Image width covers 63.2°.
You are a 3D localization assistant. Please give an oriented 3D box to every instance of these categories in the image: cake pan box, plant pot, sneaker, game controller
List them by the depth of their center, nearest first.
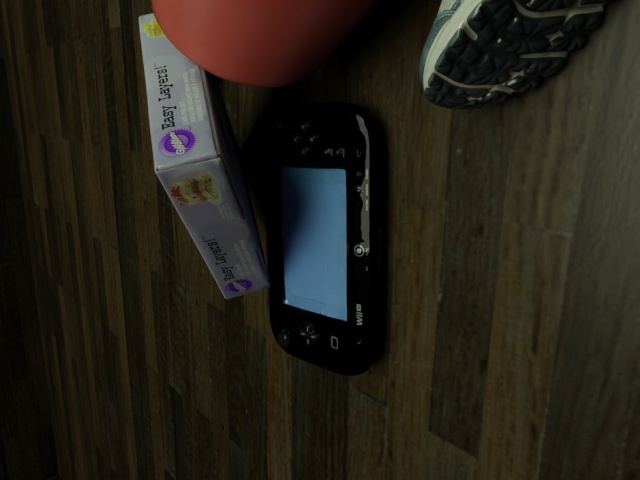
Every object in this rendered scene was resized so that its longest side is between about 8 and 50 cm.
[{"bbox_3d":[0.157,-0.226,0.372,0.283,0.110,0.122,-57,38,37],"label":"sneaker"},{"bbox_3d":[-0.040,-0.293,0.466,0.274,0.275,0.243,65,149,16],"label":"plant pot"},{"bbox_3d":[-0.130,-0.093,0.619,0.266,0.070,0.245,80,176,-58],"label":"cake pan box"},{"bbox_3d":[0.000,0.000,0.619,0.167,0.067,0.319,13,109,48],"label":"game controller"}]
